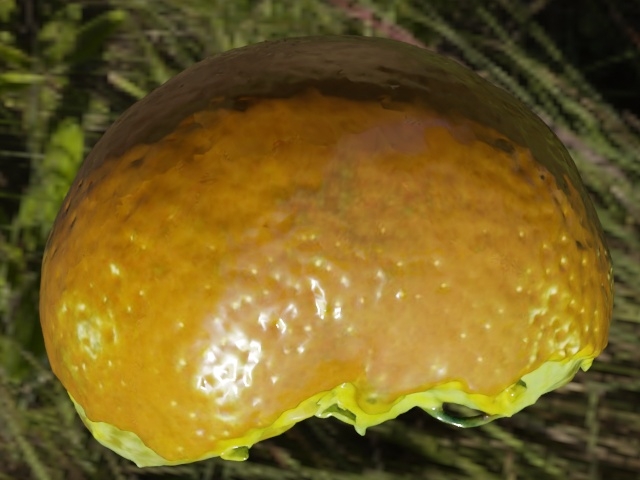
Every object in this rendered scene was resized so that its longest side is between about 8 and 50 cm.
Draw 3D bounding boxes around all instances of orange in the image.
[{"bbox_3d":[0.002,-0.005,0.786,0.237,0.179,0.158,-4,112,-11],"label":"orange"}]
